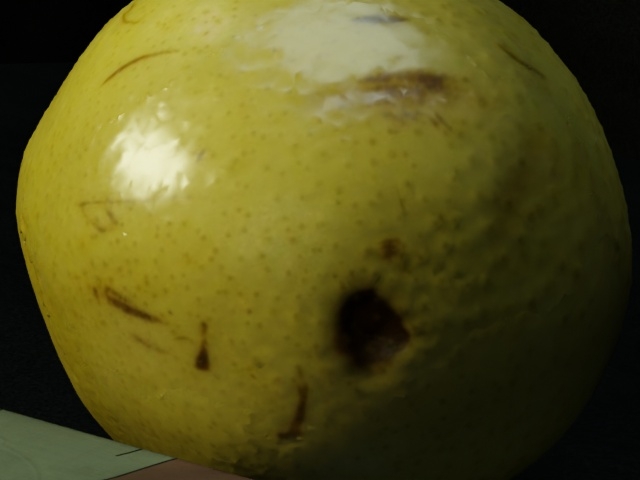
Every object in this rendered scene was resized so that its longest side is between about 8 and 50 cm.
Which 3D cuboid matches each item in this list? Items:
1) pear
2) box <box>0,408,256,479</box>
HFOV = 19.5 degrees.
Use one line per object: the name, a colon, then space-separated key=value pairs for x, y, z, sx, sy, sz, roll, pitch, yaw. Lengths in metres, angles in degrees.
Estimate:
pear: x=0.000 y=0.000 z=1.061 sx=0.348 sy=0.348 sz=0.348 roll=3 pitch=12 yaw=-1
box: x=-0.158 y=0.156 z=0.866 sx=0.215 sy=0.086 sz=0.215 roll=11 pitch=14 yaw=31
